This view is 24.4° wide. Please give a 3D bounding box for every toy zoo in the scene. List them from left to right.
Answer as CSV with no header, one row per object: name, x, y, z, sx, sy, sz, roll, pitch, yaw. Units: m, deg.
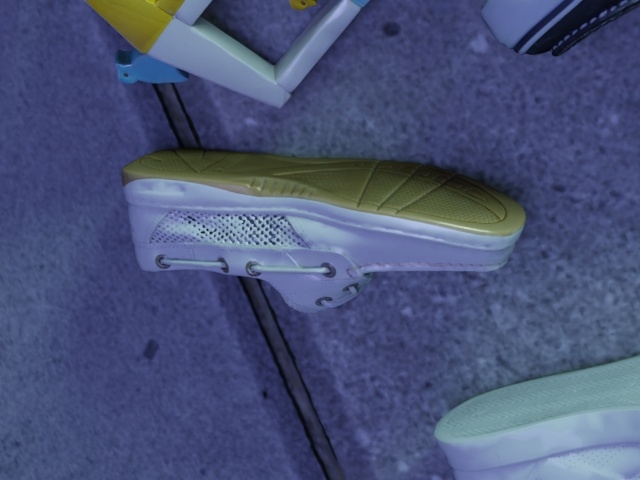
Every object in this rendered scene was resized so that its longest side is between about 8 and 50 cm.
toy zoo,-0.041,-0.206,0.909,0.192,0.030,0.293,31,116,-24

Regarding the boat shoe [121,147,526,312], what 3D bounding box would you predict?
boat shoe,0.000,0.000,0.975,0.277,0.098,0.096,8,110,24

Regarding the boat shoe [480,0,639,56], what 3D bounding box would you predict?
boat shoe,0.250,-0.181,0.822,0.335,0.121,0.119,-31,92,21

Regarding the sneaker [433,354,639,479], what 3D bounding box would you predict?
sneaker,0.235,0.164,0.956,0.292,0.108,0.169,-14,105,30
